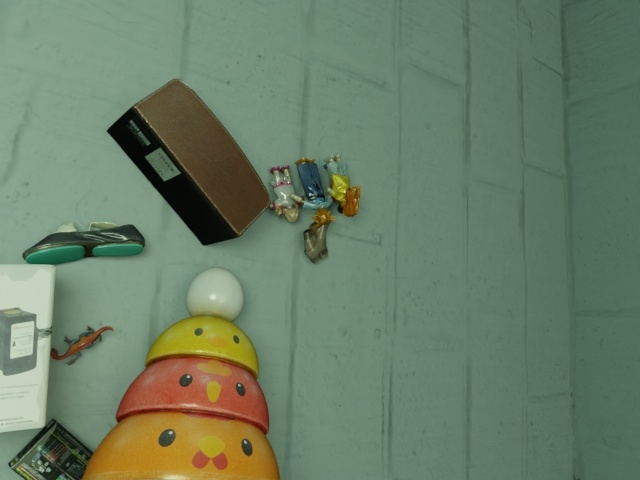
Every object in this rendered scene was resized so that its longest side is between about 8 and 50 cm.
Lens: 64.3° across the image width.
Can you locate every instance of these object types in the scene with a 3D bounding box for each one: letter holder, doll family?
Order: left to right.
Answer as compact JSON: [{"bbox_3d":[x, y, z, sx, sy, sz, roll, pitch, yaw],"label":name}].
[{"bbox_3d":[-0.229,-0.176,1.040,0.301,0.152,0.214,54,55,-20],"label":"letter holder"},{"bbox_3d":[0.008,-0.117,1.219,0.263,0.118,0.163,-11,81,-36],"label":"doll family"}]

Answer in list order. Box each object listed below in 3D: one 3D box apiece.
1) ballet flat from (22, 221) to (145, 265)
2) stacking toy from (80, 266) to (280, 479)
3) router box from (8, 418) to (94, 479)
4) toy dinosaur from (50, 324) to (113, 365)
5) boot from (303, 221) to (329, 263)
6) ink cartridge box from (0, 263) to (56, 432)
[{"bbox_3d":[-0.426,0.000,0.924,0.203,0.074,0.074,-6,88,-32],"label":"ballet flat"},{"bbox_3d":[-0.228,0.260,0.938,0.351,0.351,0.479,24,51,-33],"label":"stacking toy"},{"bbox_3d":[-0.448,0.382,0.872,0.122,0.038,0.092,54,56,-19],"label":"router box"},{"bbox_3d":[-0.428,0.180,0.897,0.047,0.090,0.082,51,24,-3],"label":"toy dinosaur"},{"bbox_3d":[0.000,0.000,1.269,0.118,0.042,0.087,-36,114,-38],"label":"boot"},{"bbox_3d":[-0.483,0.158,0.787,0.100,0.172,0.237,6,81,-37],"label":"ink cartridge box"}]
